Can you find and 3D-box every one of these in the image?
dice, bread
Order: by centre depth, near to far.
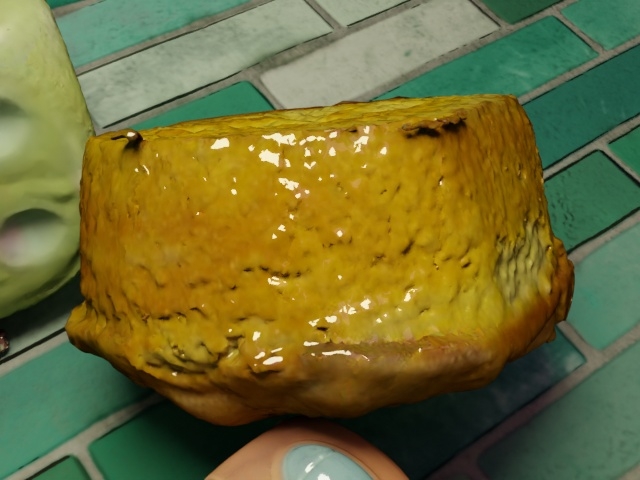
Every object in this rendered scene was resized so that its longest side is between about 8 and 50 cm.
[{"bbox_3d":[0.000,0.000,0.719,0.398,0.215,0.398,-5,11,1],"label":"bread"},{"bbox_3d":[-0.333,-0.090,0.778,0.252,0.249,0.254,-18,45,-18],"label":"dice"}]

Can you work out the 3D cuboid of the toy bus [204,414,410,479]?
[{"bbox_3d":[-0.037,0.240,0.620,0.194,0.232,0.288,39,60,23],"label":"toy bus"}]

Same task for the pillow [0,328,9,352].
[{"bbox_3d":[-0.376,0.101,0.788,0.118,0.043,0.185,38,57,23],"label":"pillow"}]
